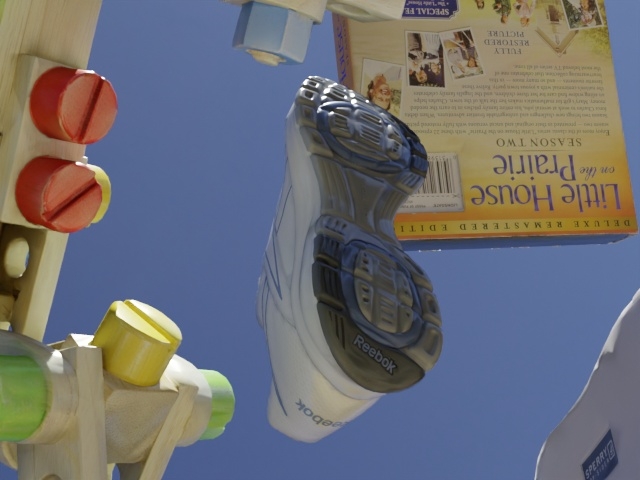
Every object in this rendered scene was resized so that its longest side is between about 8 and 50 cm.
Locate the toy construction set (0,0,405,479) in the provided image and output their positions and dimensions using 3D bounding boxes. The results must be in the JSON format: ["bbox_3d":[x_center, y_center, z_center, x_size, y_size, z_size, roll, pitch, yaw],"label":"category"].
[{"bbox_3d":[-0.096,-0.025,0.439,0.151,0.215,0.327,35,-106,-49],"label":"toy construction set"}]

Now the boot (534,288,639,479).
[{"bbox_3d":[0.130,0.060,0.330,0.086,0.069,0.190,-1,-26,-6],"label":"boot"}]

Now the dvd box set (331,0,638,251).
[{"bbox_3d":[0.168,-0.199,1.167,0.308,0.062,0.420,-3,-102,-15],"label":"dvd box set"}]

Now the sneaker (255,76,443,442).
[{"bbox_3d":[0.000,0.000,0.726,0.111,0.297,0.129,26,-50,-19],"label":"sneaker"}]
